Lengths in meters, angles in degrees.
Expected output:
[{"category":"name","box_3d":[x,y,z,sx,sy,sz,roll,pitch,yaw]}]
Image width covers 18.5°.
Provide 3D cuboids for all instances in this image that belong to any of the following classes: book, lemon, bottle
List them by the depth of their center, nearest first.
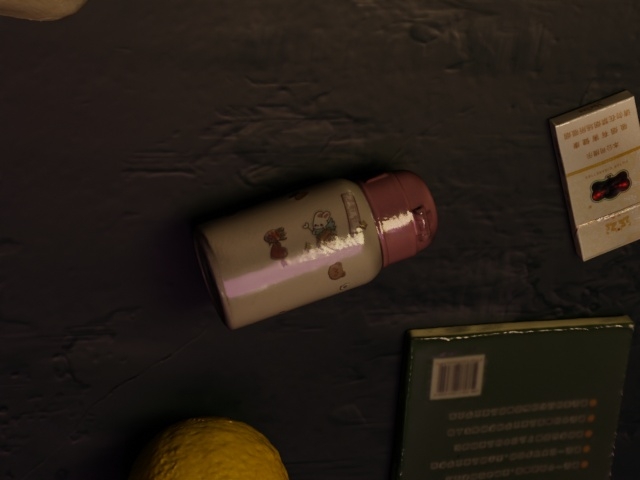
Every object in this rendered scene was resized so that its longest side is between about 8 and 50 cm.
[{"category":"bottle","box_3d":[0.000,0.000,1.903,0.233,0.110,0.110,-20,122,-10]},{"category":"lemon","box_3d":[-0.110,0.270,1.959,0.180,0.193,0.180,-23,147,-16]},{"category":"book","box_3d":[0.201,0.254,2.153,0.260,0.043,0.371,-3,116,-16]}]

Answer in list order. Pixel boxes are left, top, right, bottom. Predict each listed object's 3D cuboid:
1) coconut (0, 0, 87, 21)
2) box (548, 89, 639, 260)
[{"category":"coconut","box_3d":[-0.253,-0.280,1.610,0.202,0.202,0.222,-33,122,0]},{"category":"box","box_3d":[0.293,-0.066,2.021,0.090,0.024,0.167,-21,121,-8]}]
